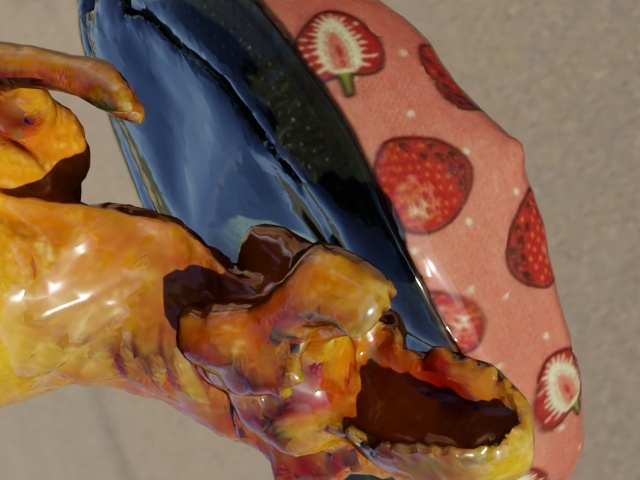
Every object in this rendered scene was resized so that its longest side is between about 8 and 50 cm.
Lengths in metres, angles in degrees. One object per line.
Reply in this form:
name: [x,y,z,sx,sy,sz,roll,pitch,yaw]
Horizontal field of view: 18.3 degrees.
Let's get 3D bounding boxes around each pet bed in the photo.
pet bed: [0.000,0.000,0.545,0.201,0.053,0.201,52,160,27]

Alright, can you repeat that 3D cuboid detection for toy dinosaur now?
toy dinosaur: [-0.162,-0.019,0.451,0.432,0.097,0.208,2,133,30]
